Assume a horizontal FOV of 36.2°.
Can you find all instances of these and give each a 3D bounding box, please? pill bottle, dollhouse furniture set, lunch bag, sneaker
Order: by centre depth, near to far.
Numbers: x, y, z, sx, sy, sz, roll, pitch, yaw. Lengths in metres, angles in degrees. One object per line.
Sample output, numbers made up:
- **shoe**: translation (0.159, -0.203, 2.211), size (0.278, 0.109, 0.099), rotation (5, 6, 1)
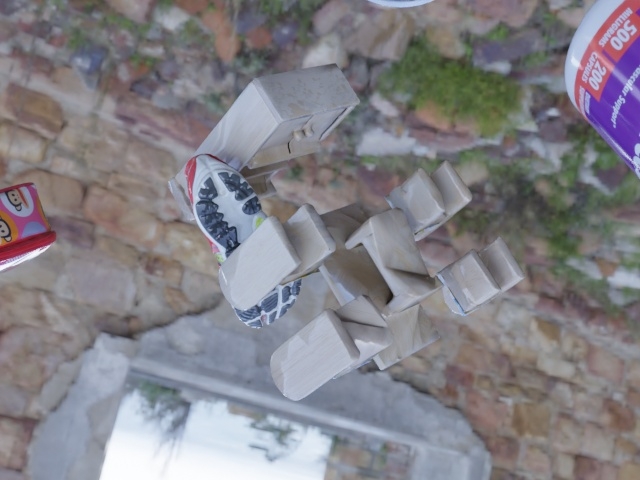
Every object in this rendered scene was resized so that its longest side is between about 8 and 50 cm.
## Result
- **pill bottle**: translation (0.356, -0.085, 0.801), size (0.182, 0.323, 0.181), rotation (-18, 141, -15)
- **sneaker**: translation (-0.108, -0.004, 1.335), size (0.118, 0.107, 0.279), rotation (50, 162, 52)
- **dollhouse furniture set**: translation (0.000, 0.000, 1.338), size (0.362, 0.394, 0.256), rotation (-20, 164, -43)
- **lunch bag**: translation (-0.552, 0.021, 1.388), size (0.293, 0.120, 0.258), rotation (-21, -176, 24)

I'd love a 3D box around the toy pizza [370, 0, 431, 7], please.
- **toy pizza**: translation (0.032, -0.254, 0.661), size (0.201, 0.032, 0.201), rotation (30, 137, 33)
